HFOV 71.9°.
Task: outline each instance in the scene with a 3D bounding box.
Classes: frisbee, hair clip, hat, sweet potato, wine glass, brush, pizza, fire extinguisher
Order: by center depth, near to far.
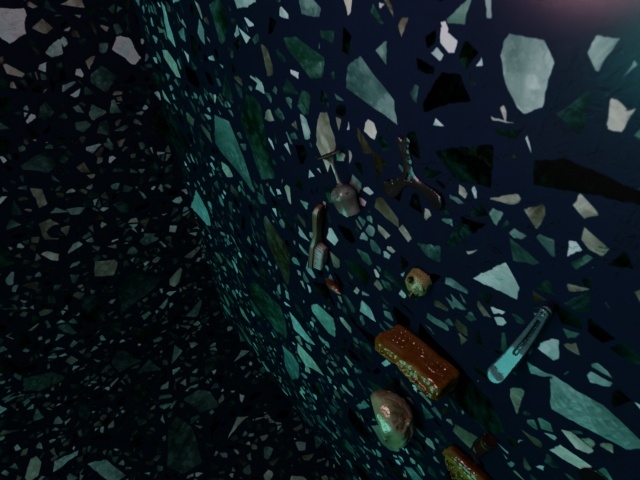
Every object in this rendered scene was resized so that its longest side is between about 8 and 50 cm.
[{"bbox_3d":[0.464,0.230,1.013,0.048,0.083,0.275,48,145,36],"label":"hair clip"},{"bbox_3d":[0.214,-0.170,1.102,0.211,0.012,0.187,20,133,55],"label":"frisbee"},{"bbox_3d":[0.270,0.123,1.249,0.076,0.059,0.077,39,143,28],"label":"hat"},{"bbox_3d":[0.058,-0.166,1.314,0.079,0.079,0.195,5,119,60],"label":"wine glass"},{"bbox_3d":[0.502,0.647,1.378,0.158,0.043,0.064,97,167,-50],"label":"fire extinguisher"},{"bbox_3d":[0.503,0.841,1.547,0.251,0.074,0.287,57,153,13],"label":"pizza"},{"bbox_3d":[0.000,0.000,1.615,0.065,0.070,0.327,27,141,20],"label":"brush"},{"bbox_3d":[0.050,0.183,1.733,0.095,0.034,0.034,48,152,32],"label":"sweet potato"}]

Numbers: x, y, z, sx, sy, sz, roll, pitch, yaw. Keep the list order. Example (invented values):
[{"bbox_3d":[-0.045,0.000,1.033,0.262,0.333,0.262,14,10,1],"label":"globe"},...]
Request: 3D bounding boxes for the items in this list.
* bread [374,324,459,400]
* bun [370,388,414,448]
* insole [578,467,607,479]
[{"bbox_3d":[0.293,0.377,1.377,0.271,0.139,0.077,35,135,38],"label":"bread"},{"bbox_3d":[0.285,0.682,1.708,0.229,0.145,0.229,-17,-90,-84],"label":"bun"},{"bbox_3d":[0.734,0.676,1.030,0.322,0.007,0.109,54,152,15],"label":"insole"}]
